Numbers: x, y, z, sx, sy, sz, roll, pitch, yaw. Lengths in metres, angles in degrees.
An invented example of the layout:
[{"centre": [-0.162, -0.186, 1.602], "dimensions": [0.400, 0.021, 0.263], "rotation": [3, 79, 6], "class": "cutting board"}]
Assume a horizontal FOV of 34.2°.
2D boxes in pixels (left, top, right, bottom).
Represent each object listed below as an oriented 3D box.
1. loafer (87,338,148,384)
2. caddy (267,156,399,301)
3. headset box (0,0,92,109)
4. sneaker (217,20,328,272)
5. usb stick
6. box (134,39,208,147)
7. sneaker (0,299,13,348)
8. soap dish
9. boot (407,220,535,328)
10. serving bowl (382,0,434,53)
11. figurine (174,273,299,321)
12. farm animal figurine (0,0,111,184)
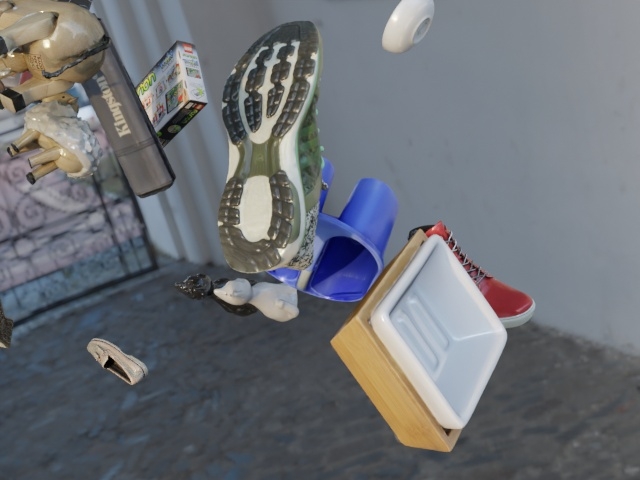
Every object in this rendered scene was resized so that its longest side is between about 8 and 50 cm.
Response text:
[{"centre": [-0.357, 0.209, 1.791], "dimensions": [0.125, 0.045, 0.039], "rotation": [23, 44, 22], "class": "loafer"}, {"centre": [0.000, 0.000, 1.861], "dimensions": [0.341, 0.241, 0.179], "rotation": [111, -177, -66], "class": "caddy"}, {"centre": [-0.548, -0.376, 1.883], "dimensions": [0.218, 0.293, 0.110], "rotation": [13, -6, 33], "class": "headset box"}, {"centre": [-0.053, -0.135, 1.603], "dimensions": [0.158, 0.410, 0.182], "rotation": [2, -14, 26], "class": "sneaker"}, {"centre": [-0.296, -0.193, 1.524], "dimensions": [0.077, 0.278, 0.045], "rotation": [-15, 20, 24], "class": "usb stick"}, {"centre": [-0.259, -0.214, 1.666], "dimensions": [0.036, 0.114, 0.207], "rotation": [7, -31, -40], "class": "box"}, {"centre": [-0.525, 0.123, 1.574], "dimensions": [0.086, 0.064, 0.192], "rotation": [5, -20, -4], "class": "sneaker"}, {"centre": [0.146, 0.143, 1.509], "dimensions": [0.118, 0.229, 0.291], "rotation": [-30, 10, 32], "class": "soap dish"}, {"centre": [0.264, 0.054, 1.855], "dimensions": [0.244, 0.176, 0.088], "rotation": [15, 42, 38], "class": "boot"}, {"centre": [0.109, -0.254, 1.223], "dimensions": [0.027, 0.083, 0.083], "rotation": [36, 42, 18], "class": "serving bowl"}, {"centre": [-0.185, 0.121, 2.320], "dimensions": [0.214, 0.092, 0.209], "rotation": [3, -7, 43], "class": "figurine"}, {"centre": [-0.359, -0.274, 1.217], "dimensions": [0.172, 0.330, 0.326], "rotation": [-33, 57, -29], "class": "farm animal figurine"}]
